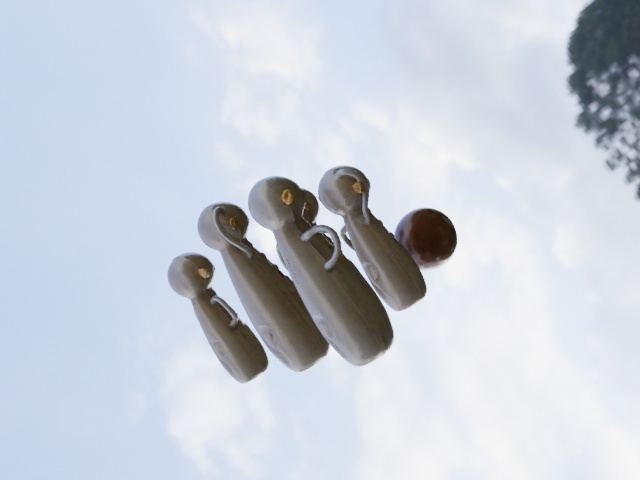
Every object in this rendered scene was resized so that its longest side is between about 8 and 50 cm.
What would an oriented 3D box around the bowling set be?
[{"bbox_3d":[0.000,0.000,0.982,0.200,0.287,0.154,-37,-81,-31],"label":"bowling set"}]
